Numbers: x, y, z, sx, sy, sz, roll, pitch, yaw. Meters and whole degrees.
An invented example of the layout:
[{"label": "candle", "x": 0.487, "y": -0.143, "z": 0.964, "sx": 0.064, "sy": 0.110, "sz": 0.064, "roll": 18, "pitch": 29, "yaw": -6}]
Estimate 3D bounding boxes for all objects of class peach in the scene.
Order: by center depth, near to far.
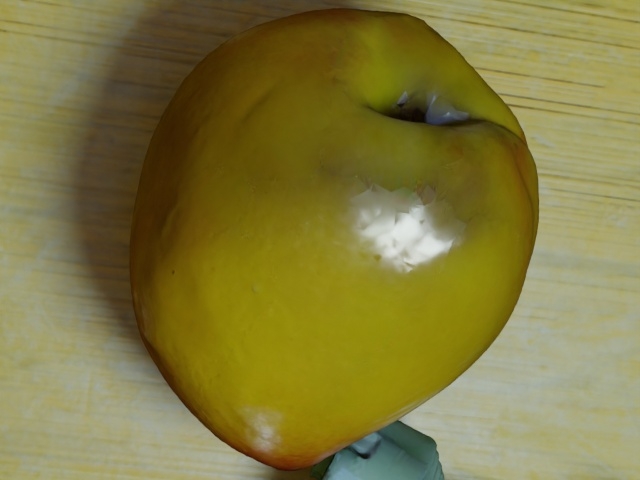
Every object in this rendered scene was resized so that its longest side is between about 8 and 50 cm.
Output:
[{"label": "peach", "x": -0.003, "y": -0.003, "z": 1.181, "sx": 0.289, "sy": 0.289, "sz": 0.308, "roll": 29, "pitch": 124, "yaw": -11}]

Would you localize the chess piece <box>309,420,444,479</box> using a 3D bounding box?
[{"label": "chess piece", "x": 0.129, "y": 0.247, "z": 1.268, "sx": 0.299, "sy": 0.194, "sz": 0.195, "roll": 30, "pitch": 88, "yaw": -2}]
